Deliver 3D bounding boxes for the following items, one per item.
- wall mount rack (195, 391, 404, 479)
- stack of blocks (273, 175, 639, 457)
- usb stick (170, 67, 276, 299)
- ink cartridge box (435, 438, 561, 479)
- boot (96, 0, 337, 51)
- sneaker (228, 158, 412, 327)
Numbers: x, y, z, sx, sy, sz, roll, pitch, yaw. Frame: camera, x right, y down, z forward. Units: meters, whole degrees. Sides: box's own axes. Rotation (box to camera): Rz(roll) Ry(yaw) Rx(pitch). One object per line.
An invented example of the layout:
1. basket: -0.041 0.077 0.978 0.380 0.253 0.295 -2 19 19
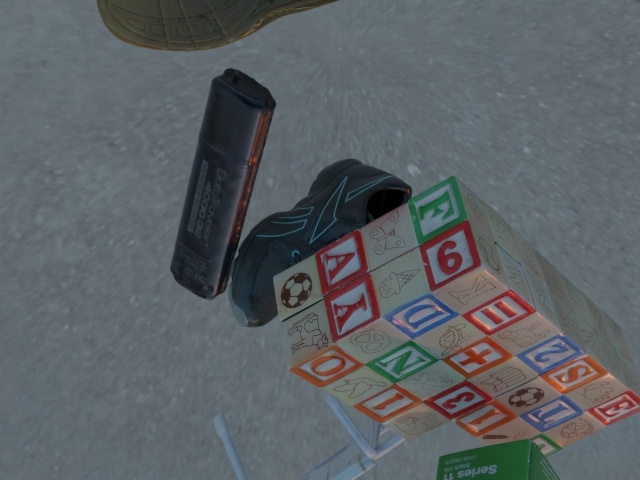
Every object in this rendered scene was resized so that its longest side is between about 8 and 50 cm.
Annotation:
1. wall mount rack: -0.034 0.252 1.575 0.350 0.304 0.130 -35 94 6
2. stack of blocks: 0.121 0.086 1.012 0.171 0.087 0.297 -30 139 23
3. usb stick: -0.108 -0.055 1.344 0.077 0.045 0.278 31 128 18
4. ink cartridge box: 0.143 0.280 0.933 0.087 0.208 0.153 -15 127 28
5. boot: -0.061 -0.257 1.143 0.262 0.203 0.095 -15 112 11
6. sneaker: 0.000 0.000 1.414 0.267 0.106 0.101 -49 135 -30
